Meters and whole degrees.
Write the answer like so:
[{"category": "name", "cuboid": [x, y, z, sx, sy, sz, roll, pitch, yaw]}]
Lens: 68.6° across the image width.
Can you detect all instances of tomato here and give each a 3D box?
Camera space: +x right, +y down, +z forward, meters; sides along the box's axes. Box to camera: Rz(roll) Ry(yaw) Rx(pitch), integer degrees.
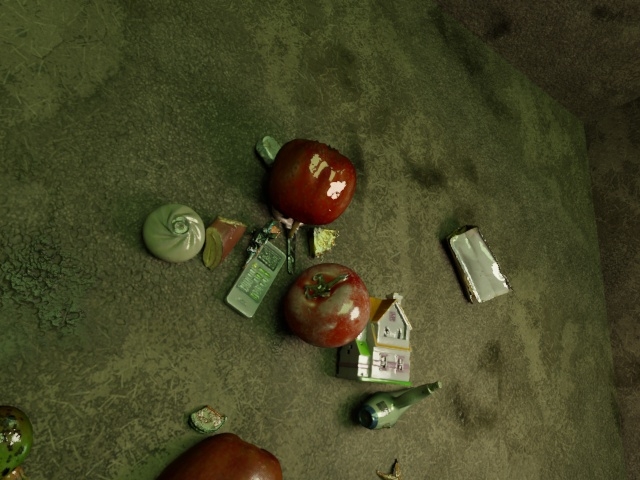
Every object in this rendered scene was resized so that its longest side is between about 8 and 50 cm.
[{"category": "tomato", "cuboid": [0.027, 0.211, 1.464, 0.270, 0.270, 0.227, -55, 142, -35]}]

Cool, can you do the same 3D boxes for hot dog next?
[{"category": "hot dog", "cuboid": [-0.148, -0.277, 1.634, 0.192, 0.053, 0.099, 48, 53, -18]}]

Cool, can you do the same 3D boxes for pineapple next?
[{"category": "pineapple", "cuboid": [0.000, 0.000, 1.632, 0.116, 0.069, 0.137, 46, 55, -15]}]

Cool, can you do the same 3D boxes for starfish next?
[{"category": "starfish", "cuboid": [0.245, 0.785, 1.549, 0.133, 0.041, 0.130, 37, 55, -20]}]

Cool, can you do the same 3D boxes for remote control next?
[{"category": "remote control", "cuboid": [-0.201, 0.117, 1.469, 0.103, 0.034, 0.250, 41, 55, -17]}]

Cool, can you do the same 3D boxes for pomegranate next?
[{"category": "pomegranate", "cuboid": [-0.669, 0.435, 0.960, 0.159, 0.159, 0.205, -33, 119, -38]}]

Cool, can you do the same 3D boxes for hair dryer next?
[{"category": "hair dryer", "cuboid": [0.296, 0.524, 1.560, 0.296, 0.298, 0.119, 20, 44, -64]}]

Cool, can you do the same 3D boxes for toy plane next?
[{"category": "toy plane", "cuboid": [-0.195, 0.003, 1.463, 0.188, 0.135, 0.062, -50, 126, -25]}]

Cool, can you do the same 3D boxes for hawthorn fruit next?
[{"category": "hawthorn fruit", "cuboid": [-0.038, -0.158, 1.529, 0.287, 0.287, 0.330, 20, 98, -29]}]

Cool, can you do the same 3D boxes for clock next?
[{"category": "clock", "cuboid": [0.193, 0.324, 1.599, 0.235, 0.166, 0.310, 16, 73, -30]}]

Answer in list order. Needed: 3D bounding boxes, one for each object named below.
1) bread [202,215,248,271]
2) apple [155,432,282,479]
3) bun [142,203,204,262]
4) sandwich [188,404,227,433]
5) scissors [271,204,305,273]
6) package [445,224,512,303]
[{"category": "bread", "cuboid": [-0.290, -0.010, 1.409, 0.067, 0.119, 0.192, 18, 58, 19]}, {"category": "apple", "cuboid": [-0.259, 0.686, 1.179, 0.365, 0.295, 0.329, -62, 149, -31]}, {"category": "bun", "cuboid": [-0.405, -0.024, 1.321, 0.172, 0.120, 0.173, 11, 70, -31]}, {"category": "sandwich", "cuboid": [-0.307, 0.486, 1.270, 0.101, 0.026, 0.069, 36, 58, -20]}, {"category": "scissors", "cuboid": [-0.096, -0.040, 1.604, 0.160, 0.024, 0.318, 11, 68, -33]}, {"category": "package", "cuboid": [0.654, 0.104, 2.032, 0.165, 0.221, 0.311, -27, 93, 1]}]
